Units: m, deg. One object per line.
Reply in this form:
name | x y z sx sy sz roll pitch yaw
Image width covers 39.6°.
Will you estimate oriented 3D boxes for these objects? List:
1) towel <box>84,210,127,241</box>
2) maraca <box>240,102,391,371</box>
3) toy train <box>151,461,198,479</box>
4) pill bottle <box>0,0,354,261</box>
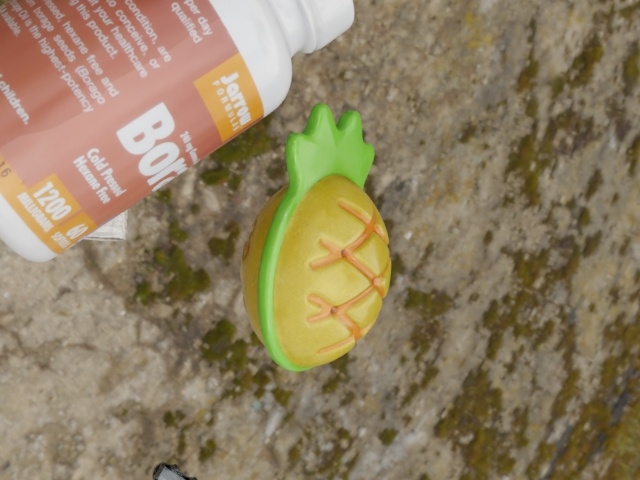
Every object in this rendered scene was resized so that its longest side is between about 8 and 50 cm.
towel | -0.412 -0.101 1.258 0.282 0.049 0.187 4 81 -14
maraca | 0.000 0.000 0.616 0.127 0.099 0.185 -4 103 -61
toy train | -0.089 0.245 0.797 0.158 0.036 0.027 42 72 -24
pill bottle | -0.094 -0.094 0.469 0.216 0.121 0.121 -35 132 -8
